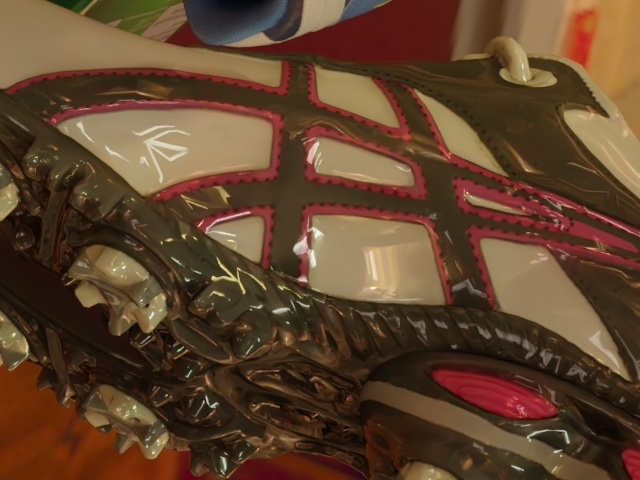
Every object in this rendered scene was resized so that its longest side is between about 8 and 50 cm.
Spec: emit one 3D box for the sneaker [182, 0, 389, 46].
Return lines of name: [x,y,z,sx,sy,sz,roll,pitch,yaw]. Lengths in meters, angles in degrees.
sneaker: [-0.014,-0.081,0.300,0.059,0.053,0.144,-30,142,-1]

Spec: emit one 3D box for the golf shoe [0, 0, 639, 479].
golf shoe: [0.000,0.000,0.452,0.120,0.273,0.105,-52,167,-28]

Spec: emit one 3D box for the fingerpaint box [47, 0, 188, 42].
fingerpaint box: [-0.226,-0.183,0.728,0.163,0.371,0.445,-42,-174,8]
